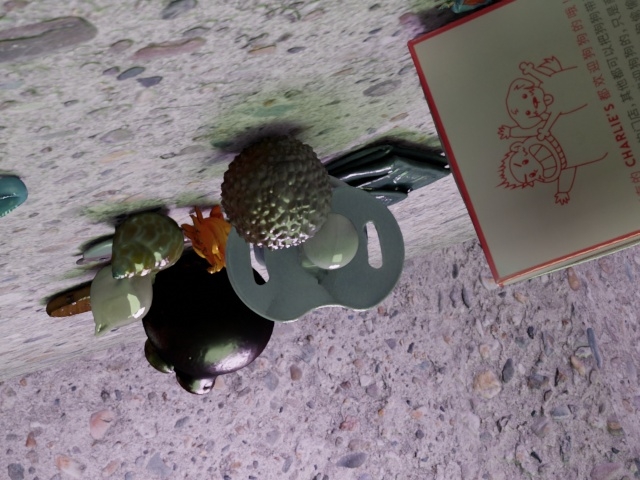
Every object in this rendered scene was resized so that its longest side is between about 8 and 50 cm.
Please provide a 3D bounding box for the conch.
[{"bbox_3d":[-0.282,0.006,1.407,0.116,0.106,0.173,2,-178,-11],"label":"conch"}]

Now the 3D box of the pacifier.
[{"bbox_3d":[0.000,0.000,1.361,0.299,0.244,0.233,-9,176,-12],"label":"pacifier"}]

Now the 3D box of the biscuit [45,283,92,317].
[{"bbox_3d":[-0.501,0.125,1.887,0.212,0.036,0.212,-18,173,-2],"label":"biscuit"}]

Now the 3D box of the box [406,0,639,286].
[{"bbox_3d":[0.313,-0.136,1.035,0.312,0.314,0.300,-21,174,15],"label":"box"}]

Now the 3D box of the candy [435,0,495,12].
[{"bbox_3d":[0.162,-0.261,0.938,0.083,0.020,0.030,-17,-174,-29],"label":"candy"}]

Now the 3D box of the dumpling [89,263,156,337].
[{"bbox_3d":[-0.380,0.096,1.710,0.151,0.124,0.229,-30,159,-53],"label":"dumpling"}]

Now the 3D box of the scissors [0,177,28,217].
[{"bbox_3d":[-0.500,-0.001,1.088,0.180,0.032,0.393,-11,169,-41],"label":"scissors"}]

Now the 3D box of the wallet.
[{"bbox_3d":[0.102,-0.107,1.633,0.237,0.075,0.342,-20,173,25],"label":"wallet"}]

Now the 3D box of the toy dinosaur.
[{"bbox_3d":[-0.189,-0.006,1.479,0.070,0.117,0.288,-34,-175,10],"label":"toy dinosaur"}]

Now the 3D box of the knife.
[{"bbox_3d":[-0.268,0.003,1.616,0.399,0.038,0.132,-12,172,-44],"label":"knife"}]

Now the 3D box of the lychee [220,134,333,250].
[{"bbox_3d":[-0.063,-0.063,1.225,0.165,0.165,0.197,-16,151,-19],"label":"lychee"}]

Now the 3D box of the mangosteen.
[{"bbox_3d":[-0.247,0.179,1.854,0.297,0.313,0.297,12,176,1],"label":"mangosteen"}]
